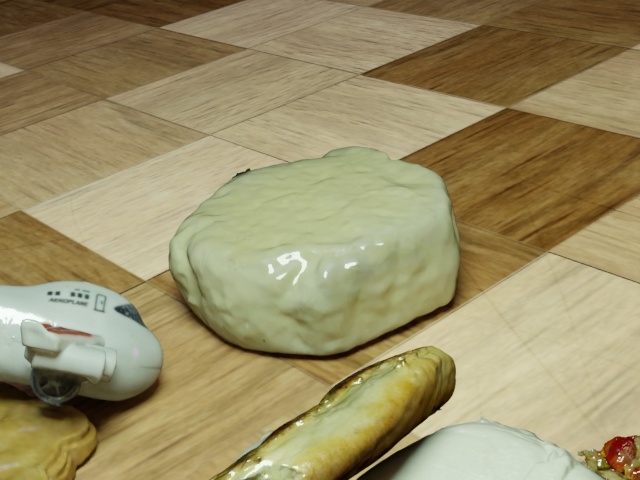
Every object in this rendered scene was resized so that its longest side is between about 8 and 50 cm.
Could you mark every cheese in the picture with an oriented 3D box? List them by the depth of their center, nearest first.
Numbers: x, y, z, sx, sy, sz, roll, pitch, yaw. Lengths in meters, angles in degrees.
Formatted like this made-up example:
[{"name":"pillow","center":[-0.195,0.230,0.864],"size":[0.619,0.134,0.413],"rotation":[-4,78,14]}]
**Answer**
[{"name":"cheese","center":[0.109,0.211,0.619],"size":[0.198,0.154,0.189],"rotation":[-23,27,-39]},{"name":"cheese","center":[0.000,0.000,1.108],"size":[0.318,0.115,0.326],"rotation":[0,26,15]}]

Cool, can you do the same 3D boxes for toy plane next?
[{"name":"toy plane","center":[-0.269,0.084,0.942],"size":[0.252,0.118,0.252],"rotation":[17,-5,1]}]

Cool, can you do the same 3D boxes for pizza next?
[{"name":"pizza","center":[0.268,0.179,0.778],"size":[0.100,0.029,0.099],"rotation":[-13,28,-9]}]

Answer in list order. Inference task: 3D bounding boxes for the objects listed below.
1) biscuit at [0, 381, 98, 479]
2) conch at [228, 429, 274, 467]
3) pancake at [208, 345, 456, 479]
[{"name":"biscuit","center":[-0.354,0.208,0.867],"size":[0.376,0.051,0.269],"rotation":[10,33,30]},{"name":"conch","center":[-0.024,0.214,0.758],"size":[0.104,0.094,0.176],"rotation":[-3,51,-19]},{"name":"pancake","center":[-0.017,0.161,0.658],"size":[0.057,0.244,0.266],"rotation":[50,13,15]}]
